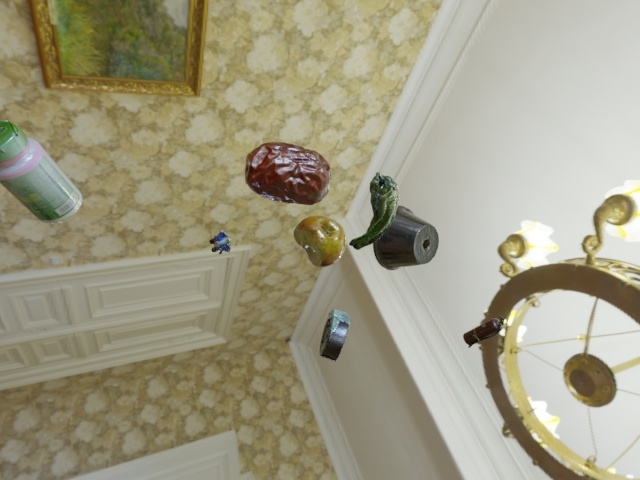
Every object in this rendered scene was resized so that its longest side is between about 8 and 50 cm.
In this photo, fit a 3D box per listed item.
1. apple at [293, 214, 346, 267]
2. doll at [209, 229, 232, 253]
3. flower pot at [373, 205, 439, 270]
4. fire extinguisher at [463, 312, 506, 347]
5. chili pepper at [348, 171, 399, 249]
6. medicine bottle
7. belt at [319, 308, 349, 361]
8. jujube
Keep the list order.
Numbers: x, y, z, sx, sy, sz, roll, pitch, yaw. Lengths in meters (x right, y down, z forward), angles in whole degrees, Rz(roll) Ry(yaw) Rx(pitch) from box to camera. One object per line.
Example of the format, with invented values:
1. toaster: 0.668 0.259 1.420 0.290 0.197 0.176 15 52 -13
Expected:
1. apple: 0.000 0.000 1.565 0.195 0.160 0.173 55 -44 16
2. doll: -0.408 0.009 1.812 0.195 0.070 0.095 -13 -83 57
3. flower pot: 0.351 0.003 1.708 0.166 0.269 0.268 15 -70 46
4. fire extinguisher: 0.430 0.234 1.138 0.132 0.039 0.056 -47 -166 46
5. chili pepper: 0.135 -0.087 1.043 0.065 0.122 0.278 38 -31 24
6. medicine bottle: -0.745 -0.171 1.123 0.274 0.134 0.133 84 -16 -57
7. belt: 0.053 0.359 1.690 0.151 0.078 0.198 117 -10 -56
8. jujube: -0.091 -0.192 1.263 0.174 0.251 0.174 -175 -90 -76
